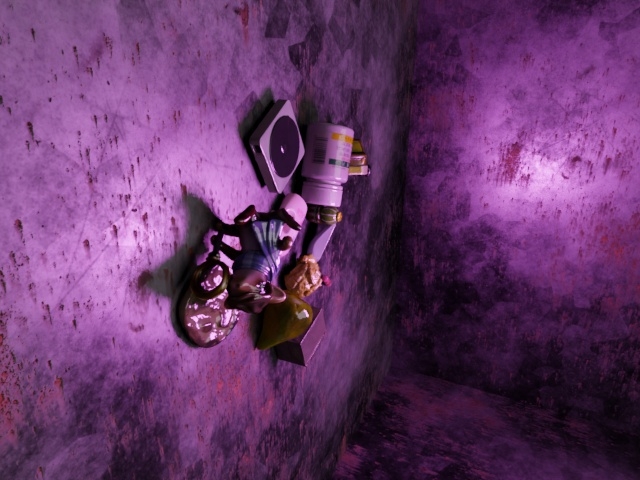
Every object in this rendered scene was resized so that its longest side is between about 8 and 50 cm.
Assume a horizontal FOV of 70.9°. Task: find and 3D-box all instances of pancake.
[{"bbox_3d":[-0.359,0.216,1.497,0.294,0.049,0.295,-27,121,-59],"label":"pancake"}]

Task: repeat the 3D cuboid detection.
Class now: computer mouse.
[{"bbox_3d":[0.000,0.000,2.146,0.231,0.079,0.128,-62,-175,-8],"label":"computer mouse"}]

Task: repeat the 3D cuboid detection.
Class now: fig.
[{"bbox_3d":[-0.162,0.348,1.854,0.275,0.206,0.206,-56,154,-3],"label":"fig"}]

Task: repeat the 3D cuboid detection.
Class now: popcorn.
[{"bbox_3d":[-0.075,0.164,2.013,0.168,0.173,0.195,-51,-162,25],"label":"popcorn"}]

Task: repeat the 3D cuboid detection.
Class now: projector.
[{"bbox_3d":[-0.161,-0.352,1.685,0.257,0.079,0.259,73,35,-47],"label":"projector"}]

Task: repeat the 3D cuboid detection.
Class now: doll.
[{"bbox_3d":[-0.226,0.055,1.413,0.209,0.317,0.340,86,7,-75],"label":"doll"}]

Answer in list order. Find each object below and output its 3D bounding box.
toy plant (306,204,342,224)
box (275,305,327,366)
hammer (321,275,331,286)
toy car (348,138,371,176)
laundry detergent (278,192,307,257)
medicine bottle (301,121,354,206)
[{"bbox_3d":[0.019,-0.119,2.085,0.093,0.162,0.093,10,90,-68],"label":"toy plant"},{"bbox_3d":[-0.093,0.428,2.063,0.231,0.155,0.149,-52,142,-45],"label":"box"},{"bbox_3d":[0.032,0.218,2.406,0.083,0.043,0.043,61,44,-58],"label":"hammer"},{"bbox_3d":[0.128,-0.403,2.145,0.248,0.204,0.198,-146,-126,-73],"label":"toy car"},{"bbox_3d":[-0.154,-0.026,1.821,0.335,0.087,0.159,-67,149,-27],"label":"laundry detergent"},{"bbox_3d":[0.023,-0.325,1.956,0.208,0.208,0.340,-5,103,-66],"label":"medicine bottle"}]
